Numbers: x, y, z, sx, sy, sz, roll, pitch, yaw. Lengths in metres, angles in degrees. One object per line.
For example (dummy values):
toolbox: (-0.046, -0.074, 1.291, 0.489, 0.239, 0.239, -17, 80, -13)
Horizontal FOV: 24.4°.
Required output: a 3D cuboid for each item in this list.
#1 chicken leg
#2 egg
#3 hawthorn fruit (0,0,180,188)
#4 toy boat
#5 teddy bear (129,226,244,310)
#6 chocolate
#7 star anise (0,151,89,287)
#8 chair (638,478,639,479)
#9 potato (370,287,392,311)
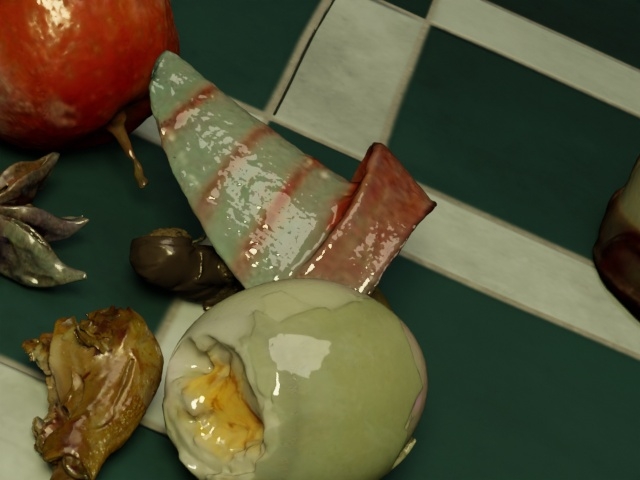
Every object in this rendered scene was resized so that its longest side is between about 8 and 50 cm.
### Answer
chicken leg: (-0.186, 0.127, 1.149, 0.101, 0.085, 0.207, 49, 35, -27)
egg: (-0.008, 0.119, 1.183, 0.217, 0.183, 0.183, -4, 44, -49)
hawthorn fruit: (-0.228, -0.167, 1.385, 0.242, 0.242, 0.272, -21, 71, -45)
toy boat: (-0.052, -0.059, 1.304, 0.282, 0.096, 0.206, 39, 58, 2)
teddy bear: (-0.104, 0.027, 1.331, 0.119, 0.078, 0.160, 3, 1, 45)
chocolate: (0.452, -0.015, 1.613, 0.283, 0.186, 0.284, 16, 37, -13)
star anise: (-0.294, -0.024, 1.288, 0.204, 0.061, 0.181, 14, 49, -7)
chair: (0.294, 0.267, 1.210, 0.147, 0.136, 0.270, 36, 39, 16)
potato: (0.027, 0.081, 1.341, 0.091, 0.070, 0.138, 15, 38, -24)
